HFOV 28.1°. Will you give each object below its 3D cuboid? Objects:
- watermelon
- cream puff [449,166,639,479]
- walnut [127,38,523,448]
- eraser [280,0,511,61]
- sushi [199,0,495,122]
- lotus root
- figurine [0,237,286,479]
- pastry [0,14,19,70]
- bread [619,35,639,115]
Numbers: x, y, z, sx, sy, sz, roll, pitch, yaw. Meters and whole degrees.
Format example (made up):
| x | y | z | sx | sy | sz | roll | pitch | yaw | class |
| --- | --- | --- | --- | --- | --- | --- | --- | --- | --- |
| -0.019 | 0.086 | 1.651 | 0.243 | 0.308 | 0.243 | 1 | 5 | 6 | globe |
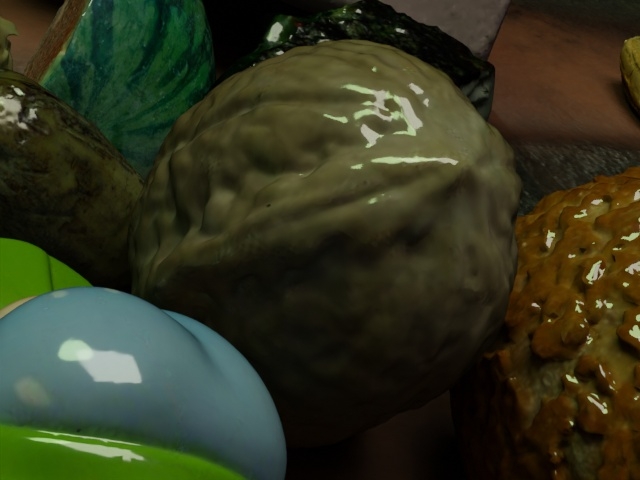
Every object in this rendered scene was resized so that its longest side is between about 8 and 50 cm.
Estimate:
| x | y | z | sx | sy | sz | roll | pitch | yaw | class |
| --- | --- | --- | --- | --- | --- | --- | --- | --- | --- |
| -0.114 | -0.120 | 0.773 | 0.128 | 0.146 | 0.231 | 17 | 31 | -8 | watermelon |
| 0.211 | 0.067 | 0.628 | 0.303 | 0.212 | 0.303 | 13 | 37 | -10 | cream puff |
| 0.002 | 0.000 | 0.574 | 0.178 | 0.230 | 0.178 | 8 | 72 | -25 | walnut |
| -0.030 | -0.248 | 0.989 | 0.359 | 0.122 | 0.272 | 21 | 11 | -3 | eraser |
| 0.009 | -0.070 | 0.795 | 0.127 | 0.124 | 0.225 | 33 | 38 | 18 | sushi |
| -0.135 | -0.022 | 0.635 | 0.089 | 0.080 | 0.179 | 40 | -6 | 48 | lotus root |
| -0.108 | 0.071 | 0.499 | 0.162 | 0.143 | 0.263 | 34 | 1 | -37 | figurine |
| -0.266 | -0.088 | 0.673 | 0.182 | 0.093 | 0.192 | 17 | 33 | 10 | pastry |
| 0.306 | -0.139 | 1.159 | 0.072 | 0.053 | 0.106 | 33 | 27 | -29 | bread |
